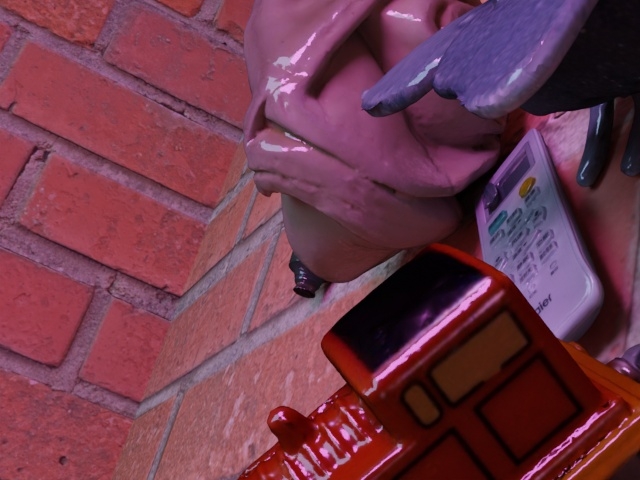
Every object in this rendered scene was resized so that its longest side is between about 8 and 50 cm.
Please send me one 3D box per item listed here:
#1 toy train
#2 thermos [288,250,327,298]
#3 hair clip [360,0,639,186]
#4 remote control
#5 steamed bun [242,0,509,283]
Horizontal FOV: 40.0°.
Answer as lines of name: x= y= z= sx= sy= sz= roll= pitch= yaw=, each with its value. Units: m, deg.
toy train: x=0.066 y=0.159 z=0.551 sx=0.369 sy=0.231 sz=0.163 roll=-40 pitch=15 yaw=-5
thermos: x=-0.002 y=-0.003 z=1.318 sx=0.083 sy=0.073 sz=0.187 roll=-32 pitch=36 yaw=58
hair clip: x=0.218 y=-0.184 z=0.641 sx=0.392 sy=0.238 sz=0.318 roll=-68 pitch=16 yaw=-14
remote control: x=0.190 y=0.001 z=0.782 sx=0.103 sy=0.051 sz=0.293 roll=-54 pitch=16 yaw=27
steamed bun: x=0.076 y=-0.156 z=0.953 sx=0.255 sy=0.342 sz=0.367 roll=-7 pitch=68 yaw=18
